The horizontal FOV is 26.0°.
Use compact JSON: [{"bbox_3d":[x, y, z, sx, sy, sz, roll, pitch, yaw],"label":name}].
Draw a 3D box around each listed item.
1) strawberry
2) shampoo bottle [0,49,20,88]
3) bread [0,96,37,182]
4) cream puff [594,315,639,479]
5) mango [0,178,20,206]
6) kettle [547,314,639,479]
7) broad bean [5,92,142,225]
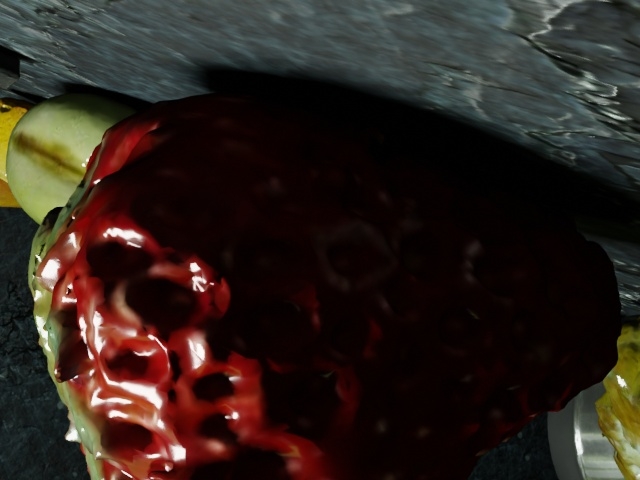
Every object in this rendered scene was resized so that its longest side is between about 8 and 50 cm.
[{"bbox_3d":[0.008,0.037,0.829,0.345,0.295,0.317,-14,165,-12],"label":"strawberry"},{"bbox_3d":[-0.282,-0.146,1.009,0.137,0.027,0.048,22,-176,-42],"label":"shampoo bottle"},{"bbox_3d":[-0.241,-0.078,1.407,0.102,0.094,0.245,27,-178,35],"label":"bread"},{"bbox_3d":[0.328,0.138,0.980,0.282,0.185,0.282,49,169,14],"label":"cream puff"},{"bbox_3d":[-0.357,-0.091,1.592,0.138,0.113,0.253,16,178,40],"label":"mango"},{"bbox_3d":[0.389,0.186,1.298,0.271,0.207,0.250,-6,128,49],"label":"kettle"},{"bbox_3d":[-0.174,-0.053,1.186,0.189,0.121,0.263,22,179,11],"label":"broad bean"}]
